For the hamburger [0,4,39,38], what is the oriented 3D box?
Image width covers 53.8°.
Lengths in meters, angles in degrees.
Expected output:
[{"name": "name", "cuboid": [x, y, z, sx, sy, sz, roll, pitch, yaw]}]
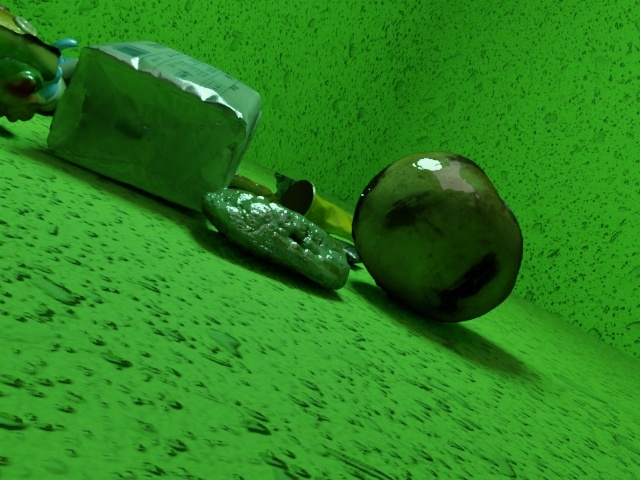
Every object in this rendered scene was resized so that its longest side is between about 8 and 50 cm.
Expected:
[{"name": "hamburger", "cuboid": [-0.864, -0.531, 1.676, 0.260, 0.186, 0.302, 27, 4, 6]}]

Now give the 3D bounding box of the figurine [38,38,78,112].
[{"name": "figurine", "cuboid": [-0.596, -0.366, 1.468, 0.154, 0.180, 0.262, 45, -2, -2]}]

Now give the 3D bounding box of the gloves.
[{"name": "gloves", "cuboid": [0.036, -0.039, 1.652, 0.294, 0.116, 0.133, 31, 29, -40]}]

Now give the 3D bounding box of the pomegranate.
[{"name": "pomegranate", "cuboid": [0.211, -0.005, 1.136, 0.322, 0.322, 0.322, 25, 6, -3]}]

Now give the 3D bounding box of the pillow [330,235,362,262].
[{"name": "pillow", "cuboid": [0.000, 0.000, 1.358, 0.203, 0.038, 0.113, 28, 4, 13]}]

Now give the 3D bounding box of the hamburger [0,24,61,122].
[{"name": "hamburger", "cuboid": [-0.530, -0.263, 0.972, 0.237, 0.149, 0.237, 19, 0, 0]}]

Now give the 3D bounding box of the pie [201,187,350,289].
[{"name": "pie", "cuboid": [-0.069, -0.012, 0.962, 0.247, 0.090, 0.201, 27, 3, -18]}]

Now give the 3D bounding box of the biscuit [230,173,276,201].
[{"name": "biscuit", "cuboid": [-0.250, -0.173, 1.726, 0.299, 0.045, 0.154, 25, 0, -10]}]

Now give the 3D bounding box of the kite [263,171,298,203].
[{"name": "kite", "cuboid": [-0.109, -0.119, 1.605, 0.156, 0.139, 0.011, -18, 45, -21]}]

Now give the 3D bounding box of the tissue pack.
[{"name": "tissue pack", "cuboid": [-0.269, -0.220, 1.152, 0.297, 0.207, 0.380, 24, 16, -7]}]
